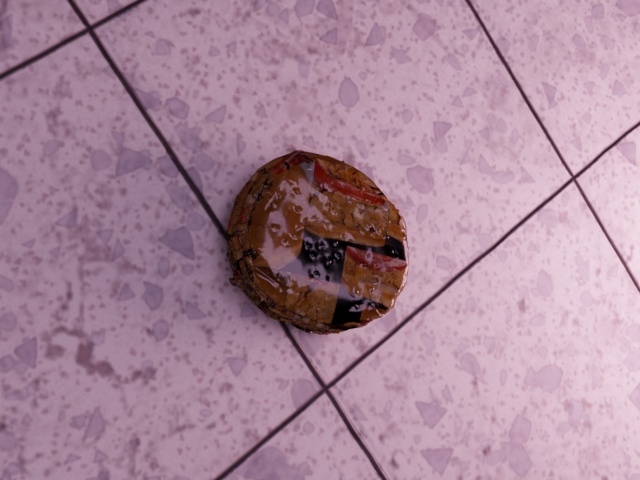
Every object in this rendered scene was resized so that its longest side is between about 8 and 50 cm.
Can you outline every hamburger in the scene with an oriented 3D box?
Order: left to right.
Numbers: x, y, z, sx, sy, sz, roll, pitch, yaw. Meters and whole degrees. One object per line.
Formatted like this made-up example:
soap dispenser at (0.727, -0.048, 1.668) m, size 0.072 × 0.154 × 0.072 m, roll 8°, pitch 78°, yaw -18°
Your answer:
hamburger at (0.000, 0.000, 1.275) m, size 0.231 × 0.107 × 0.231 m, roll 3°, pitch 82°, yaw -21°
